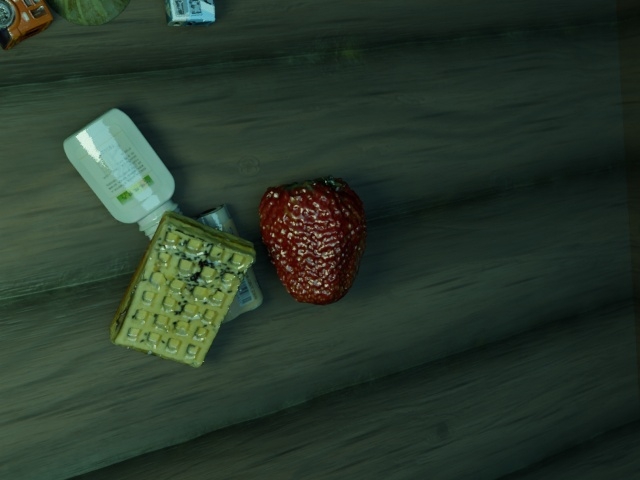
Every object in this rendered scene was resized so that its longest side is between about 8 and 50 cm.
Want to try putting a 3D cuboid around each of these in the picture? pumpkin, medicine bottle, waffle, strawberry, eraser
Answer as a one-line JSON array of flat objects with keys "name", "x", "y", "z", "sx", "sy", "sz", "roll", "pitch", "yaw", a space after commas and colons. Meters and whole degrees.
[{"name": "pumpkin", "x": -0.559, "y": -0.630, "z": 1.588, "sx": 0.217, "sy": 0.110, "sz": 0.217, "roll": -2, "pitch": 97, "yaw": -18}, {"name": "medicine bottle", "x": -0.477, "y": -0.157, "z": 1.670, "sx": 0.179, "sy": 0.124, "sz": 0.324, "roll": -38, "pitch": 108, "yaw": -10}, {"name": "waffle", "x": -0.345, "y": 0.131, "z": 1.688, "sx": 0.261, "sy": 0.114, "sz": 0.376, "roll": 23, "pitch": 111, "yaw": -18}, {"name": "strawberry", "x": 0.000, "y": 0.000, "z": 1.812, "sx": 0.312, "sy": 0.267, "sz": 0.351, "roll": -6, "pitch": 81, "yaw": -28}, {"name": "eraser", "x": -0.272, "y": 0.065, "z": 1.810, "sx": 0.171, "sy": 0.087, "sz": 0.290, "roll": -27, "pitch": 107, "yaw": -21}]

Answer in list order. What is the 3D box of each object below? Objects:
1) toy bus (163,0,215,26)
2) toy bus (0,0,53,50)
[{"name": "toy bus", "x": -0.339, "y": -0.692, "z": 1.676, "sx": 0.131, "sy": 0.106, "sz": 0.297, "roll": -11, "pitch": 102, "yaw": -19}, {"name": "toy bus", "x": -0.747, "y": -0.606, "z": 1.487, "sx": 0.153, "sy": 0.143, "sz": 0.329, "roll": -38, "pitch": 109, "yaw": -26}]
